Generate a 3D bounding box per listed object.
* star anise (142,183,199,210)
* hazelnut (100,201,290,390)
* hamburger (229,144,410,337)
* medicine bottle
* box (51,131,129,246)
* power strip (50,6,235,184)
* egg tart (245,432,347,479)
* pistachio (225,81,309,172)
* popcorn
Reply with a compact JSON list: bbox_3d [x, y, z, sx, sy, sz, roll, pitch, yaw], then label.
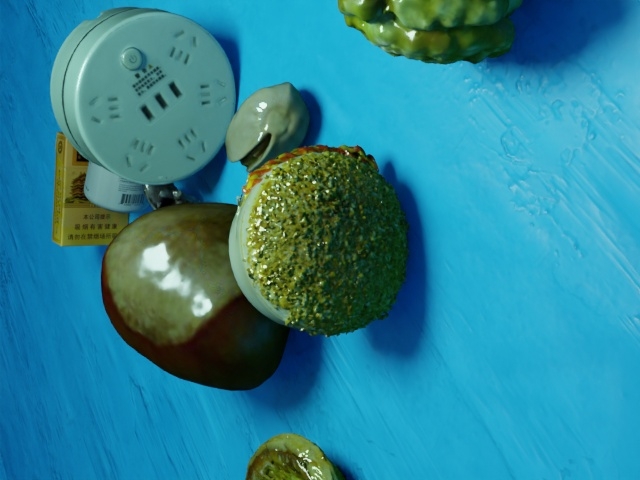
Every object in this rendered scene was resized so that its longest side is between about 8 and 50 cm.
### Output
[{"bbox_3d":[-0.302,-0.062,1.762,0.231,0.089,0.209,7,134,57],"label":"star anise"},{"bbox_3d":[-0.209,0.102,1.500,0.366,0.366,0.366,3,93,52],"label":"hazelnut"},{"bbox_3d":[0.000,0.000,1.258,0.179,0.276,0.294,-27,75,61],"label":"hamburger"},{"bbox_3d":[-0.440,-0.220,1.912,0.157,0.157,0.289,42,123,43],"label":"medicine bottle"},{"bbox_3d":[-0.563,-0.126,2.059,0.076,0.174,0.274,18,105,50],"label":"box"},{"bbox_3d":[-0.339,-0.276,1.648,0.161,0.357,0.357,26,112,50],"label":"power strip"},{"bbox_3d":[-0.022,0.474,1.432,0.290,0.115,0.290,5,96,50],"label":"egg tart"},{"bbox_3d":[-0.098,-0.198,1.503,0.223,0.126,0.152,-43,24,50],"label":"pistachio"},{"bbox_3d":[0.151,-0.369,1.062,0.335,0.274,0.279,-82,-23,-57],"label":"popcorn"}]
